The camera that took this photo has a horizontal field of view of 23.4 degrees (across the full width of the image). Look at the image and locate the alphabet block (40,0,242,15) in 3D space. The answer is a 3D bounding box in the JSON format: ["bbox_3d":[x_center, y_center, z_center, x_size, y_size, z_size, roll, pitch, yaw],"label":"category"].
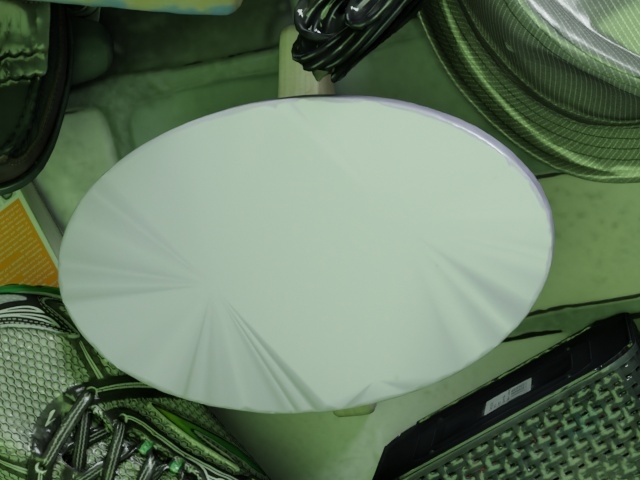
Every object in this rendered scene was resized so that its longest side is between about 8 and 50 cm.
[{"bbox_3d":[-0.116,-0.244,0.777,0.192,0.197,0.193,3,73,-10],"label":"alphabet block"}]

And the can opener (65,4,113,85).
[{"bbox_3d":[-0.270,-0.132,0.952,0.280,0.093,0.074,-6,127,-1],"label":"can opener"}]

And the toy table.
[{"bbox_3d":[0.000,0.000,0.917,0.274,0.161,0.252,5,100,9],"label":"toy table"}]

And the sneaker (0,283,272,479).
[{"bbox_3d":[-0.087,0.149,0.914,0.343,0.146,0.134,41,79,-19],"label":"sneaker"}]

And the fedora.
[{"bbox_3d":[0.169,-0.162,0.882,0.243,0.124,0.275,-27,94,12],"label":"fedora"}]

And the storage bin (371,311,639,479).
[{"bbox_3d":[0.130,0.129,0.935,0.180,0.122,0.084,-32,93,12],"label":"storage bin"}]

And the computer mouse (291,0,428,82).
[{"bbox_3d":[0.027,-0.228,0.875,0.188,0.072,0.272,-44,51,25],"label":"computer mouse"}]

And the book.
[{"bbox_3d":[-0.211,0.019,1.001,0.096,0.035,0.144,-34,77,13],"label":"book"}]

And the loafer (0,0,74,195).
[{"bbox_3d":[-0.201,-0.178,0.891,0.109,0.095,0.303,-2,71,-1],"label":"loafer"}]
